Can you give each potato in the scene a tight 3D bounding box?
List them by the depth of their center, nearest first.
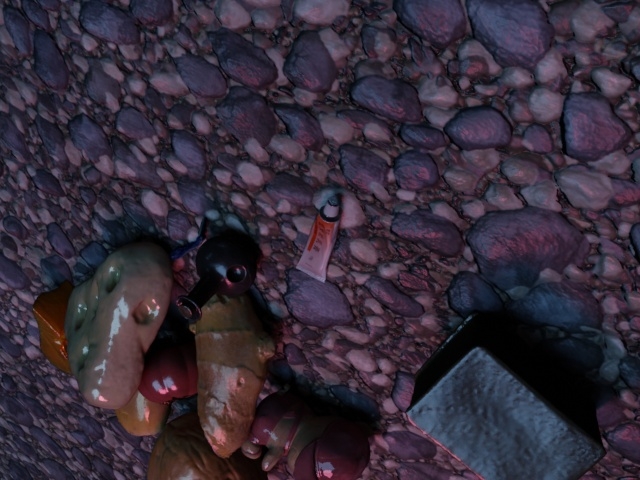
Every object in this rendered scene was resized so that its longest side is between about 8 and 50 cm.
[{"bbox_3d":[-0.418,0.339,1.971,0.150,0.146,0.234,-3,107,5],"label":"potato"}]

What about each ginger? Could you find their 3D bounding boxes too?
[{"bbox_3d":[-0.180,0.261,1.694,0.190,0.126,0.354,9,103,16],"label":"ginger"}]

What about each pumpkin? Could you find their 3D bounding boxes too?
[{"bbox_3d":[-0.591,0.217,2.003,0.126,0.131,0.248,-16,114,42],"label":"pumpkin"}]

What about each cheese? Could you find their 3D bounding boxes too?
[{"bbox_3d":[-0.446,0.135,1.814,0.328,0.129,0.351,32,106,55],"label":"cheese"}]

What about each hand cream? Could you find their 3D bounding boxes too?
[{"bbox_3d":[0.000,-0.001,1.474,0.052,0.038,0.216,53,148,26],"label":"hand cream"}]

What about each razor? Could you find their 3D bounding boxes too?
[{"bbox_3d":[-0.251,0.007,1.654,0.028,0.044,0.154,24,146,-24],"label":"razor"}]

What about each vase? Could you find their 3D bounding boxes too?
[{"bbox_3d":[-0.196,0.073,1.558,0.120,0.183,0.120,20,136,21],"label":"vase"}]

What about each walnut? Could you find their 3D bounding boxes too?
[{"bbox_3d":[-0.258,0.534,1.951,0.252,0.277,0.313,-25,107,12],"label":"walnut"}]

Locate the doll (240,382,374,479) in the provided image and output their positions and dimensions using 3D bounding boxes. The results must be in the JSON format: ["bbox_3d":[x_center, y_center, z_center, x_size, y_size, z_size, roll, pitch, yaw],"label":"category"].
[{"bbox_3d":[-0.024,0.417,1.744,0.256,0.196,0.152,21,154,28],"label":"doll"}]

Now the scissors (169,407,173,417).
[{"bbox_3d":[-0.429,0.355,2.084,0.101,0.027,0.204,2,126,29],"label":"scissors"}]

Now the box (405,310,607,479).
[{"bbox_3d":[0.296,0.276,1.377,0.273,0.143,0.184,40,109,-1],"label":"box"}]

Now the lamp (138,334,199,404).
[{"bbox_3d":[-0.311,0.275,1.834,0.182,0.182,0.140,-25,75,45],"label":"lamp"}]
